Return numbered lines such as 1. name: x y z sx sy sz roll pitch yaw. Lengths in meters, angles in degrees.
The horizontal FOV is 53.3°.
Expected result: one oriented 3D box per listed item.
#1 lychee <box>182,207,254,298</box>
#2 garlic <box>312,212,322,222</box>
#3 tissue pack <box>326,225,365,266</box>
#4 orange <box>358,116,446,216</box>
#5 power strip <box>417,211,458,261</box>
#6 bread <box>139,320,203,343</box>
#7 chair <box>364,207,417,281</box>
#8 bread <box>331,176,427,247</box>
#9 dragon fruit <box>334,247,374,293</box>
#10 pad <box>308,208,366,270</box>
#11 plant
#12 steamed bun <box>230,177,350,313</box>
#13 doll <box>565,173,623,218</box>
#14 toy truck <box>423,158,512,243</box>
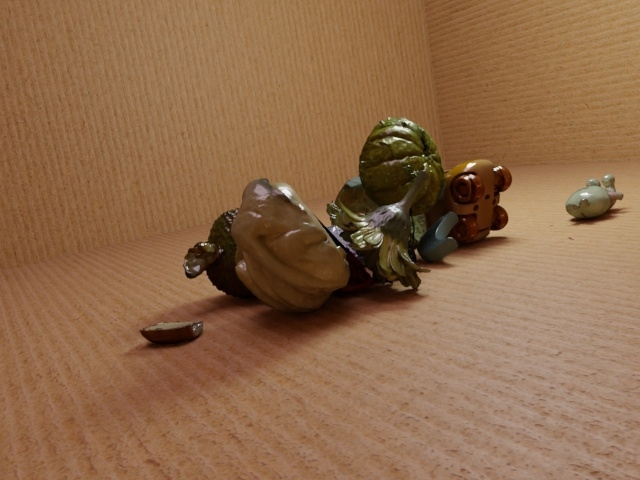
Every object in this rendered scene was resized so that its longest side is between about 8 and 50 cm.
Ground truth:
1. lychee: -0.204 0.037 1.776 0.320 0.270 0.270 25 -1 -18
2. garlic: -0.050 0.016 2.004 0.145 0.164 0.245 4 18 10
3. tissue pack: 0.068 0.020 1.949 0.112 0.051 0.156 -13 50 -14
4. orange: 0.230 -0.219 1.889 0.223 0.301 0.300 -17 -30 32
5. power strip: 0.346 -0.008 1.871 0.137 0.044 0.216 -40 13 25
6. bread: -0.345 0.214 1.500 0.129 0.044 0.126 -9 2 20
7. chair: 0.207 0.039 1.805 0.140 0.221 0.145 -9 -33 9
8. bread: 0.233 -0.105 2.144 0.239 0.264 0.395 -6 11 45
9. dragon fruit: 0.041 0.085 1.678 0.092 0.122 0.192 -42 21 -15
10. pad: 0.000 0.000 1.710 0.004 0.267 0.181 -53 25 -21
11. plant: 0.157 -0.020 1.629 0.297 0.305 0.261 -52 -9 -31
12. steamed bun: -0.091 0.026 1.502 0.230 0.325 0.372 -37 -2 -3
13. doll: 0.895 -0.128 2.087 0.154 0.113 0.275 -13 12 45
14. toy truck: 0.457 -0.117 2.001 0.204 0.288 0.211 -18 24 -34
